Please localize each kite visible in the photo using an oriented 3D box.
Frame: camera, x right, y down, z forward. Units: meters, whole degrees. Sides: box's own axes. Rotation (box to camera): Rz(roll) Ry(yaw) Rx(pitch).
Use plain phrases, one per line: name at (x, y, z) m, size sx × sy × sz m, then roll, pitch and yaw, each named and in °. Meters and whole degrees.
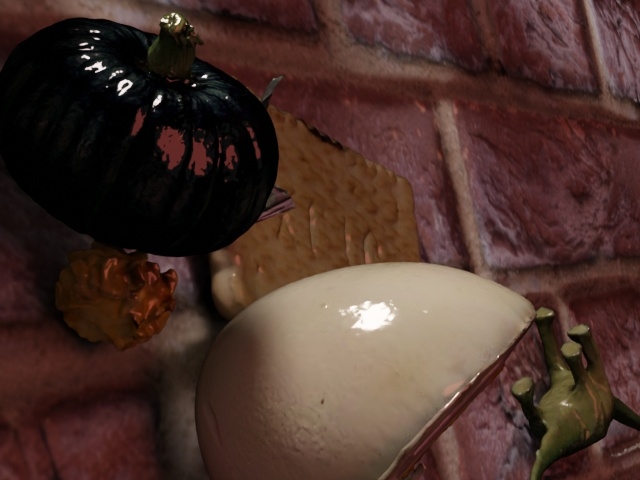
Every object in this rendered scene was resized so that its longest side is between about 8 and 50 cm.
kite at (-0.066, -0.059, 1.037) m, size 0.011 × 0.139 × 0.156 m, roll 16°, pitch 104°, yaw -58°

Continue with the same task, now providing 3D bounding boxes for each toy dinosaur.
toy dinosaur at (0.314, 0.236, 1.586) m, size 0.447 × 0.087 × 0.300 m, roll -58°, pitch 133°, yaw -49°

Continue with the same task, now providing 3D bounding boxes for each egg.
egg at (0.023, 0.101, 1.011) m, size 0.174 × 0.264 × 0.286 m, roll 46°, pitch 43°, yaw 8°

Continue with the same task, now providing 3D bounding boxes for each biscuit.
biscuit at (0.000, 0.000, 1.183) m, size 0.325 × 0.044 × 0.217 m, roll 23°, pitch 58°, yaw -53°

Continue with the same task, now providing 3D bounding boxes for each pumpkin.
pumpkin at (-0.121, -0.069, 0.893) m, size 0.150 × 0.194 × 0.194 m, roll -51°, pitch 133°, yaw -4°

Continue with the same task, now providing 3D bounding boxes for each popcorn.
popcorn at (-0.138, 0.035, 0.907) m, size 0.082 × 0.083 × 0.057 m, roll 31°, pitch 49°, yaw -18°
